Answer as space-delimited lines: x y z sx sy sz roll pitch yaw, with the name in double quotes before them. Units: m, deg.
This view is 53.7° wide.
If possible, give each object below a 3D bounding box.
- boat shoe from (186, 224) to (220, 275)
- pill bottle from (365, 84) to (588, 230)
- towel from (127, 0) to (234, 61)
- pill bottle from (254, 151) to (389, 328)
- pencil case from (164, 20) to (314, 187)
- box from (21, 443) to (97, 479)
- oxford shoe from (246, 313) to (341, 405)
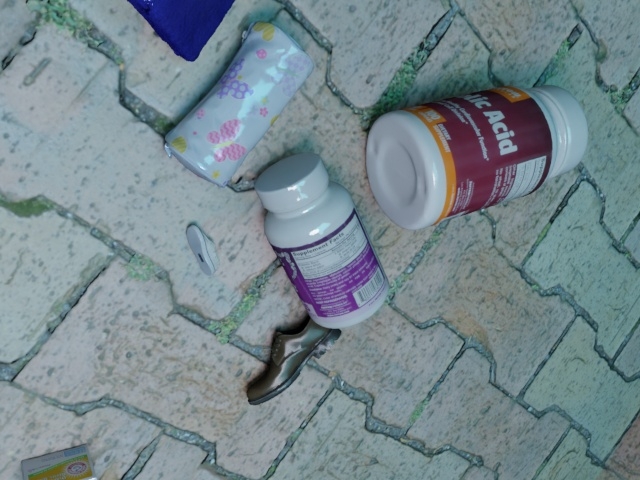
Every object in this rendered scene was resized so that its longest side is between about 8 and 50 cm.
"boat shoe" -0.203 0.013 1.115 0.035 0.035 0.100 -44 123 -42
"pill bottle" 0.306 -0.174 1.222 0.392 0.224 0.223 -18 115 -24
"towel" -0.158 -0.426 0.898 0.076 0.227 0.308 30 89 7
"pill bottle" 0.000 0.000 1.142 0.169 0.169 0.301 -35 120 -15
"pencil case" -0.131 -0.220 1.024 0.124 0.113 0.273 37 87 -24
"box" -0.442 0.477 1.095 0.114 0.103 0.203 -10 112 -26
"oxford shoe" -0.072 0.226 1.246 0.227 0.083 0.096 -45 100 -6
